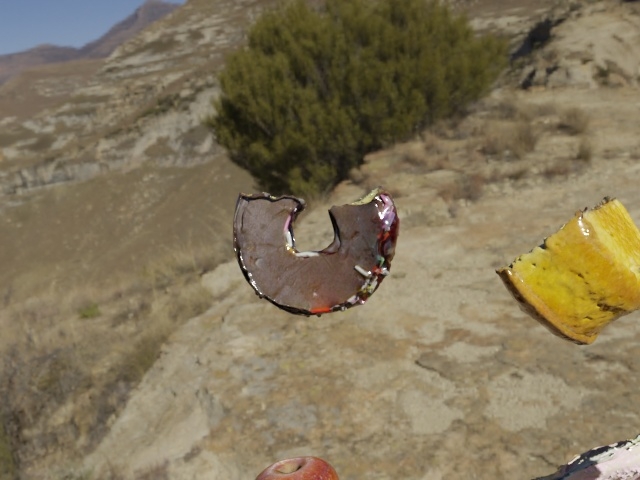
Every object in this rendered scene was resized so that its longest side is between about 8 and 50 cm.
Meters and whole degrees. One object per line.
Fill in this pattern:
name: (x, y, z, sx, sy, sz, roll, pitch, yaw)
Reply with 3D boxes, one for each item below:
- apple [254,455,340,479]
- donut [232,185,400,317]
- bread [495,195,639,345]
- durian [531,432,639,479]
apple: (-0.045, 0.542, 1.491, 0.201, 0.162, 0.201, -13, 2, 1)
donut: (-0.004, 0.023, 1.446, 0.345, 0.259, 0.136, -2, 0, 18)
bread: (0.437, 0.054, 1.161, 0.194, 0.179, 0.340, -43, -16, 30)
durian: (0.514, 0.475, 1.297, 0.305, 0.195, 0.185, -23, -13, -8)
